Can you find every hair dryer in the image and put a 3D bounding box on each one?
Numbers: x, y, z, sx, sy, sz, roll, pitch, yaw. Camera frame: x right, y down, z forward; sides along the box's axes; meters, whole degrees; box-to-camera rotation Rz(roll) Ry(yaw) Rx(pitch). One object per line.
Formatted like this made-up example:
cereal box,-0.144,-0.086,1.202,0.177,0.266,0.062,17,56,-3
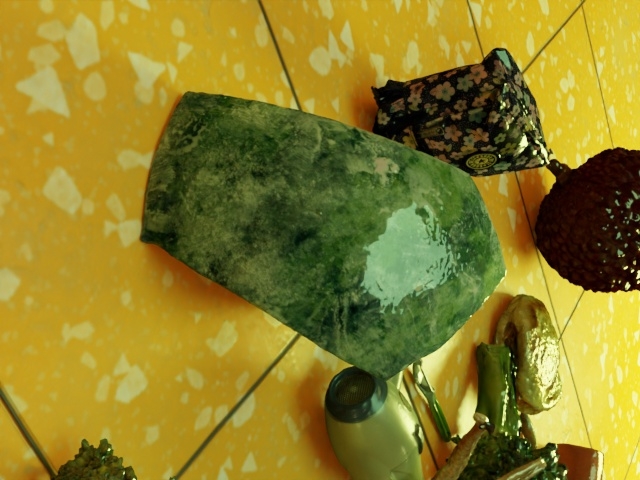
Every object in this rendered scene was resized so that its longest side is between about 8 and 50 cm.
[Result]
hair dryer,0.105,0.240,1.141,0.298,0.119,0.296,-52,135,-56

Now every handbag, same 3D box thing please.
handbag,0.184,-0.156,1.159,0.228,0.207,0.127,36,46,-54

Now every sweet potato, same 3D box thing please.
sweet potato,0.372,0.351,1.533,0.026,0.026,0.115,-42,124,-45

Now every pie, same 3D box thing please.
pie,0.364,0.194,1.477,0.179,0.084,0.205,-8,92,-53

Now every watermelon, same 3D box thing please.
watermelon,0.000,0.000,0.935,0.387,0.258,0.228,24,82,-5

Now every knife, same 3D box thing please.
knife,0.162,0.233,1.260,0.022,0.026,0.184,-49,129,-34

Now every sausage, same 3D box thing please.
sausage,0.448,0.501,1.555,0.113,0.113,0.259,42,56,-44

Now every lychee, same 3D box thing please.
lychee,0.508,-0.042,1.539,0.300,0.264,0.264,47,49,-10

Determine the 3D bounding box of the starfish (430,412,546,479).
starfish,0.134,0.405,1.078,0.384,0.132,0.398,-51,127,0

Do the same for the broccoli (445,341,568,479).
broccoli,0.293,0.312,1.344,0.275,0.177,0.199,-76,146,-47

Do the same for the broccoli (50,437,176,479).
broccoli,-0.110,0.345,0.780,0.361,0.221,0.252,40,22,-45
